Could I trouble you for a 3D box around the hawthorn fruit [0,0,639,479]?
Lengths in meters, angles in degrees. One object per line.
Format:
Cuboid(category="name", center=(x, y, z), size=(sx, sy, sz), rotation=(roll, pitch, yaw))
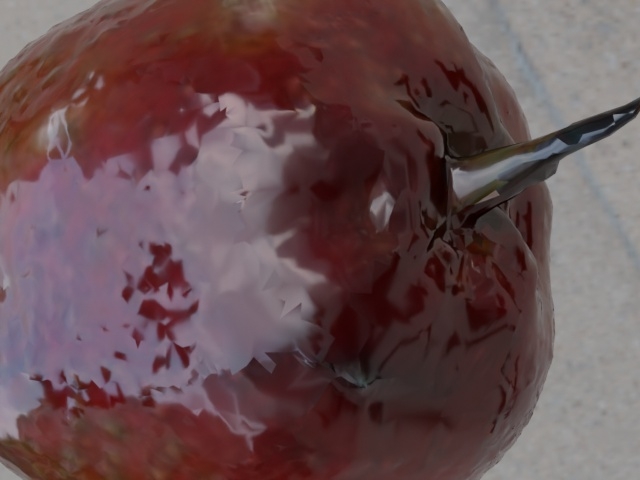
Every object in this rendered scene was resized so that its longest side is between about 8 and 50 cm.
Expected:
Cuboid(category="hawthorn fruit", center=(0.000, 0.000, 0.678), size=(0.300, 0.254, 0.254), rotation=(-21, 79, 31))
